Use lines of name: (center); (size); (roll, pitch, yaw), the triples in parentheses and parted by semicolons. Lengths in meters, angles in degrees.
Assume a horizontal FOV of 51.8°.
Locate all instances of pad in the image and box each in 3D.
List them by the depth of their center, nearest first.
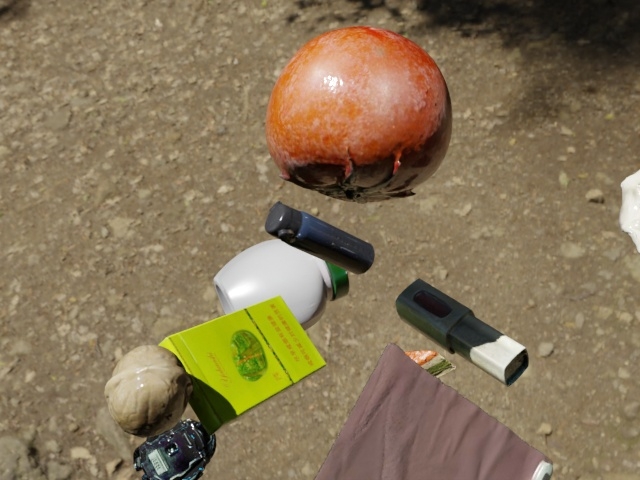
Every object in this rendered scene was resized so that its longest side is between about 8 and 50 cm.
pad: (0.069, 0.147, 0.376); (0.006, 0.188, 0.113); (16, 71, 54)

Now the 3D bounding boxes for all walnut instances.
walnut: (-0.275, 0.243, 1.058); (0.140, 0.162, 0.140); (2, 54, -3)

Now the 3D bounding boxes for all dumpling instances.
dumpling: (0.465, -0.036, 0.874); (0.127, 0.108, 0.188); (4, 68, 5)

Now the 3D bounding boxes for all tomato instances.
tomato: (0.054, -0.178, 0.935); (0.265, 0.265, 0.265); (-7, 47, 7)

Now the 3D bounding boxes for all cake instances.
cake: (0.269, 0.337, 1.816); (0.220, 0.086, 0.116); (-42, 22, 34)

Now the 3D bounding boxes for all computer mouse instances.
computer mouse: (-0.312, 0.463, 1.443); (0.242, 0.077, 0.146); (-33, 81, 21)

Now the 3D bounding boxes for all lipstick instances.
lipstick: (0.247, 0.163, 1.173); (0.079, 0.077, 0.253); (-38, 43, -17)

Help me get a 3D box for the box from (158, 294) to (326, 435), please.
box: (-0.140, 0.226, 1.277); (0.187, 0.047, 0.335); (55, 32, 13)

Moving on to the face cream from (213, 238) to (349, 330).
face cream: (-0.114, 0.134, 1.964); (0.357, 0.219, 0.312); (-22, 56, -17)

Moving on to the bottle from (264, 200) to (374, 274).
bottle: (0.000, 0.000, 1.283); (0.072, 0.244, 0.082); (-40, 42, 30)
